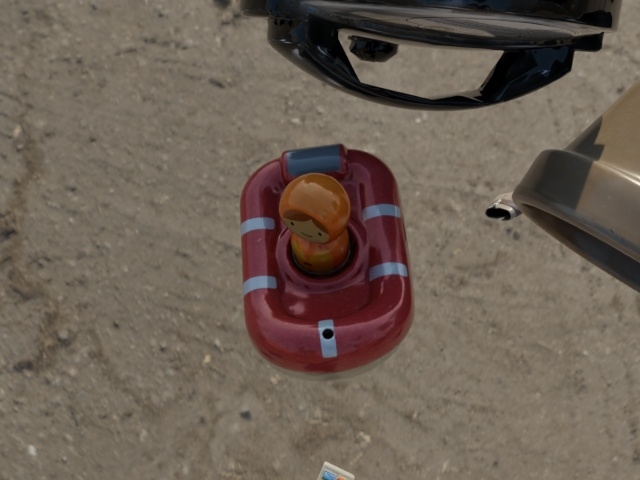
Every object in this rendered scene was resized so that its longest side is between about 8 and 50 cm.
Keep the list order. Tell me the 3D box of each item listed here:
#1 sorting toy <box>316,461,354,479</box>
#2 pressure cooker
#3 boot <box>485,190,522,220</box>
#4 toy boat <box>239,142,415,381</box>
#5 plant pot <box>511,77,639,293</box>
[{"bbox_3d":[0.032,0.401,1.495,0.083,0.012,0.062,28,68,-9],"label":"sorting toy"},{"bbox_3d":[0.117,-0.328,0.840,0.369,0.375,0.420,9,101,15],"label":"pressure cooker"},{"bbox_3d":[0.302,-0.056,1.360,0.087,0.118,0.042,-31,101,-33],"label":"boot"},{"bbox_3d":[0.000,0.000,0.795,0.151,0.151,0.231,-7,59,3],"label":"toy boat"},{"bbox_3d":[0.345,-0.061,0.834,0.263,0.263,0.229,35,93,19],"label":"plant pot"}]
